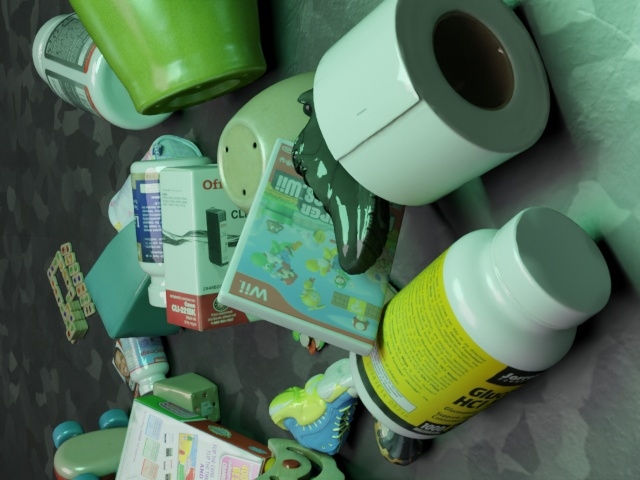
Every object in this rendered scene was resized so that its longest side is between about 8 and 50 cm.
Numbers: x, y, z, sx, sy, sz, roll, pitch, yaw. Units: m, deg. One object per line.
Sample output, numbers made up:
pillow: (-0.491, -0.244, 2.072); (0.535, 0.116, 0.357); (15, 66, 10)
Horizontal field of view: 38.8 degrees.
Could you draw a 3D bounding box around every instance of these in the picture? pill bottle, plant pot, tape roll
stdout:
pill bottle: (-0.384, 0.258, 1.996); (0.087, 0.087, 0.160); (-39, 65, 48)
plant pot: (-0.257, -0.414, 1.548); (0.366, 0.367, 0.352); (-17, 94, 52)
tape roll: (0.136, -0.184, 1.118); (0.169, 0.246, 0.246); (-31, 71, 51)
plant pot: (-0.046, -0.126, 1.410); (0.284, 0.191, 0.284); (10, 103, 52)
pill bottle: (0.193, 0.105, 1.134); (0.334, 0.188, 0.187); (-48, 59, 46)
pill bottle: (-0.449, -0.365, 1.882); (0.363, 0.210, 0.210); (27, 116, 48)
pill bottle: (-0.262, -0.018, 1.666); (0.153, 0.153, 0.264); (5, 101, 52)
plant pot: (-0.341, 0.059, 1.857); (0.234, 0.166, 0.165); (-54, 54, 30)
plant pot: (-0.265, 0.334, 1.846); (0.096, 0.109, 0.109); (-3, 93, 40)

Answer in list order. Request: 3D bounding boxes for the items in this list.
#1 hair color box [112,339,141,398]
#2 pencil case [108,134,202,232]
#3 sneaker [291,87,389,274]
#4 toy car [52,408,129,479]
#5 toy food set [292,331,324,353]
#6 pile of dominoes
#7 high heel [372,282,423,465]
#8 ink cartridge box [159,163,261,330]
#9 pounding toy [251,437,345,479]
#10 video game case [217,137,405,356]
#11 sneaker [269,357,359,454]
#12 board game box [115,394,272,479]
hair color box: (-0.430, 0.298, 2.098); (0.141, 0.043, 0.072); (46, 130, 39)
pencil case: (-0.338, -0.104, 1.856); (0.273, 0.114, 0.124); (-37, 45, 50)
sneaker: (0.025, -0.086, 1.208); (0.109, 0.130, 0.286); (63, -156, -62)
toy car: (-0.508, 0.566, 2.134); (0.219, 0.210, 0.237); (-131, 35, -50)
toy food set: (-0.017, 0.151, 1.554); (0.083, 0.020, 0.082); (28, 117, 47)
pile of dominoes: (-0.673, 0.137, 2.394); (0.196, 0.040, 0.251); (-52, 56, 43)
high heel: (0.103, 0.202, 1.375); (0.186, 0.093, 0.261); (88, 176, -57)
ink cartridge box: (-0.163, 0.003, 1.576); (0.114, 0.197, 0.272); (4, 99, 51)
pounding toy: (-0.045, 0.441, 1.473); (0.269, 0.154, 0.154); (-140, 51, -73)
video game case: (0.000, 0.000, 1.208); (0.025, 0.204, 0.285); (118, 171, -51)
sneaker: (0.029, 0.274, 1.482); (0.240, 0.091, 0.126); (-29, 101, 41)
board game box: (-0.246, 0.465, 1.739); (0.317, 0.064, 0.242); (18, 97, 27)
